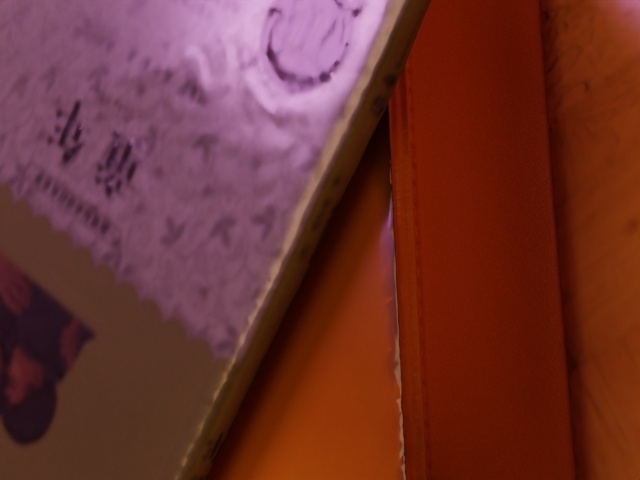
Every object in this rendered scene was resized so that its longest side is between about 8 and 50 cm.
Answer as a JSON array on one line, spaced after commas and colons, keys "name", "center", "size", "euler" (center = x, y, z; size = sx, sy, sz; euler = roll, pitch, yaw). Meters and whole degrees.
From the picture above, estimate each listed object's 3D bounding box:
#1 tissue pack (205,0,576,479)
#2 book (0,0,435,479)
[{"name": "tissue pack", "center": [0.000, 0.000, 0.649], "size": [0.194, 0.145, 0.274], "euler": [-13, 71, 38]}, {"name": "book", "center": [-0.100, -0.003, 0.622], "size": [0.239, 0.035, 0.352], "euler": [34, 103, 40]}]
